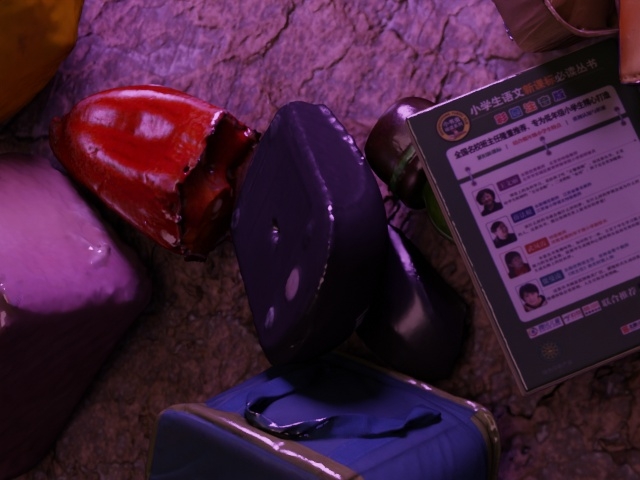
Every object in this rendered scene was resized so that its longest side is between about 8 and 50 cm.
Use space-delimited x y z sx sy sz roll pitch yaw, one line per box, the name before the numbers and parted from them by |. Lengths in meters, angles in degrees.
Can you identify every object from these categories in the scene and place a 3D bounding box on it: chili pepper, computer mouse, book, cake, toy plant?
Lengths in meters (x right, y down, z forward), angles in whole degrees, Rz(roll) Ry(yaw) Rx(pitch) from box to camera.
chili pepper | -0.176 -0.092 1.952 0.252 0.136 0.144 27 136 36
computer mouse | 0.000 0.000 1.796 0.170 0.100 0.269 -62 25 27
book | 0.213 -0.023 1.707 0.202 0.027 0.264 -22 76 -5
computer mouse | 0.066 0.056 1.829 0.099 0.057 0.172 -43 67 30
cake | -0.348 0.081 1.961 0.237 0.230 0.309 47 117 19
toy plant | 0.119 -0.054 1.784 0.162 0.093 0.093 40 108 21

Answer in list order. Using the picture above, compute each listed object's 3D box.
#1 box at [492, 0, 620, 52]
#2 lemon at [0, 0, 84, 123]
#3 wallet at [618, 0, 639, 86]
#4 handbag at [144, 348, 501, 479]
box | 0.196 -0.245 1.740 0.111 0.111 0.177 -34 72 25
lemon | -0.410 -0.270 1.946 0.387 0.350 0.350 30 104 9
wallet | 0.333 -0.228 1.697 0.161 0.042 0.196 -4 84 25
handbag | -0.005 0.228 1.745 0.263 0.241 0.222 19 110 31
